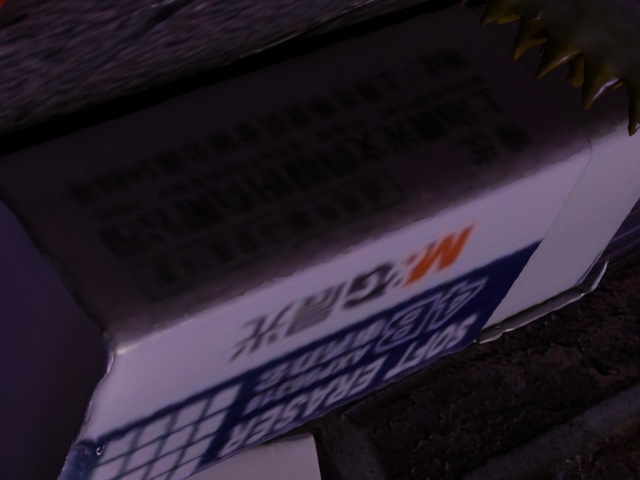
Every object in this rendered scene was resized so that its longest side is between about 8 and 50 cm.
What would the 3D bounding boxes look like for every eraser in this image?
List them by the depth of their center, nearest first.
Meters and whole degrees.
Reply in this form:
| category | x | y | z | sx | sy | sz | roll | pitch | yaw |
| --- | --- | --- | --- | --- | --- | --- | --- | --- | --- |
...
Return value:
| category | x | y | z | sx | sy | sz | roll | pitch | yaw |
| --- | --- | --- | --- | --- | --- | --- | --- | --- | --- |
| eraser | 0.000 | 0.000 | 0.703 | 0.287 | 0.086 | 0.130 | -21 | 149 | -39 |

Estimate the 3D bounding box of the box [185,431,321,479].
| category | x | y | z | sx | sy | sz | roll | pitch | yaw |
| --- | --- | --- | --- | --- | --- | --- | --- | --- | --- |
| box | -0.134 | 0.150 | 0.885 | 0.194 | 0.111 | 0.260 | -10 | 180 | -28 |

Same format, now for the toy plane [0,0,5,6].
| category | x | y | z | sx | sy | sz | roll | pitch | yaw |
| --- | --- | --- | --- | --- | --- | --- | --- | --- | --- |
| toy plane | -0.093 | -0.057 | 0.335 | 0.145 | 0.037 | 0.060 | -14 | 154 | -46 |

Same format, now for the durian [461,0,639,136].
| category | x | y | z | sx | sy | sz | roll | pitch | yaw |
| --- | --- | --- | --- | --- | --- | --- | --- | --- | --- |
| durian | 0.175 | -0.124 | 0.526 | 0.306 | 0.166 | 0.172 | -30 | -156 | 55 |
